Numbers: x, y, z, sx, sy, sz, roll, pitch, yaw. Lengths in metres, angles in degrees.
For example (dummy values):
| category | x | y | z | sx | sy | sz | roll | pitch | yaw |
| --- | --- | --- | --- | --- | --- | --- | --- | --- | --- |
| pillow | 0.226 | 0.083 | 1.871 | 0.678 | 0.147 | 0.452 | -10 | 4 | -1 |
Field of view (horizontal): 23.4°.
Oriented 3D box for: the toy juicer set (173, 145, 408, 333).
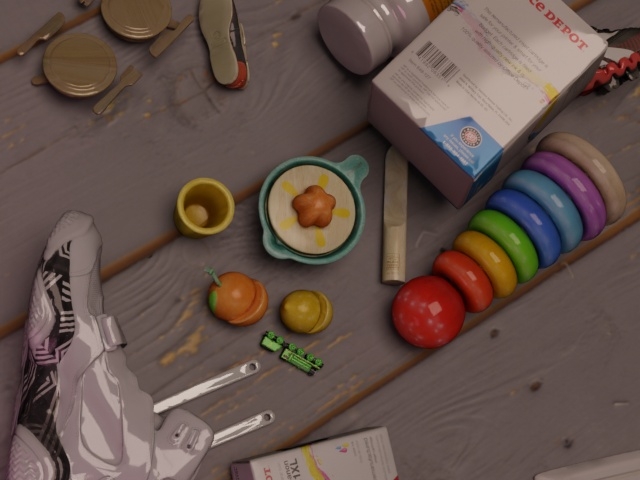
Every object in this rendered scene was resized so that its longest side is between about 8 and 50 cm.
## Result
| category | x | y | z | sx | sy | sz | roll | pitch | yaw |
| --- | --- | --- | --- | --- | --- | --- | --- | --- | --- |
| toy juicer set | 0.000 | 0.000 | 1.853 | 0.329 | 0.089 | 0.209 | -14 | 81 | -22 |

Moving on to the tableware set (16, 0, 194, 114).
| category | x | y | z | sx | sy | sz | roll | pitch | yaw |
| --- | --- | --- | --- | --- | --- | --- | --- | --- | --- |
| tableware set | -0.255 | -0.237 | 1.856 | 0.128 | 0.039 | 0.194 | 37 | 62 | 6 |

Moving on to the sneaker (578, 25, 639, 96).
| category | x | y | z | sx | sy | sz | roll | pitch | yaw |
| --- | --- | --- | --- | --- | --- | --- | --- | --- | --- |
| sneaker | 0.326 | -0.243 | 2.018 | 0.276 | 0.097 | 0.135 | -23 | 87 | -21 |

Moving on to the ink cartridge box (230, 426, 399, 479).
| category | x | y | z | sx | sy | sz | roll | pitch | yaw |
| --- | --- | --- | --- | --- | --- | --- | --- | --- | --- |
| ink cartridge box | -0.001 | 0.296 | 1.782 | 0.175 | 0.072 | 0.127 | -12 | 86 | -22 |

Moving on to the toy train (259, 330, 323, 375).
| category | x | y | z | sx | sy | sz | roll | pitch | yaw |
| --- | --- | --- | --- | --- | --- | --- | --- | --- | --- |
| toy train | -0.035 | 0.135 | 1.848 | 0.083 | 0.017 | 0.023 | 31 | 79 | -9 |

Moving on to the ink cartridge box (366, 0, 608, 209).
| category | x | y | z | sx | sy | sz | roll | pitch | yaw |
| --- | --- | --- | --- | --- | --- | --- | --- | --- | --- |
| ink cartridge box | 0.197 | -0.189 | 1.856 | 0.233 | 0.168 | 0.171 | -43 | 82 | -8 |

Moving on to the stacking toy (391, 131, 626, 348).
| category | x | y | z | sx | sy | sz | roll | pitch | yaw |
| --- | --- | --- | --- | --- | --- | --- | --- | --- | --- |
| stacking toy | 0.221 | 0.012 | 1.907 | 0.330 | 0.141 | 0.141 | -40 | 91 | -19 |

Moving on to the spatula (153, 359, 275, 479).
| category | x | y | z | sx | sy | sz | roll | pitch | yaw |
| --- | --- | --- | --- | --- | --- | --- | --- | --- | --- |
| spatula | -0.149 | 0.237 | 1.783 | 0.242 | 0.019 | 0.168 | -22 | 84 | -22 |

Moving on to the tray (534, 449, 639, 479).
| category | x | y | z | sx | sy | sz | roll | pitch | yaw |
| --- | --- | --- | --- | --- | --- | --- | --- | --- | --- |
| tray | 0.406 | 0.336 | 1.938 | 0.270 | 0.030 | 0.145 | -9 | 81 | -20 |

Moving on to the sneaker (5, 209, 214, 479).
| category | x | y | z | sx | sy | sz | roll | pitch | yaw |
| --- | --- | --- | --- | --- | --- | --- | --- | --- | --- |
| sneaker | -0.225 | 0.156 | 1.698 | 0.210 | 0.137 | 0.365 | 8 | 80 | -12 |

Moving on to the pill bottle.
| category | x | y | z | sx | sy | sz | roll | pitch | yaw |
| --- | --- | --- | --- | --- | --- | --- | --- | --- | --- |
| pill bottle | 0.118 | -0.314 | 1.945 | 0.246 | 0.136 | 0.136 | -38 | 90 | -23 |

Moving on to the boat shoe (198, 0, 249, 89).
| category | x | y | z | sx | sy | sz | roll | pitch | yaw |
| --- | --- | --- | --- | --- | --- | --- | --- | --- | --- |
| boat shoe | -0.115 | -0.252 | 1.904 | 0.043 | 0.049 | 0.137 | 12 | 64 | -60 |
